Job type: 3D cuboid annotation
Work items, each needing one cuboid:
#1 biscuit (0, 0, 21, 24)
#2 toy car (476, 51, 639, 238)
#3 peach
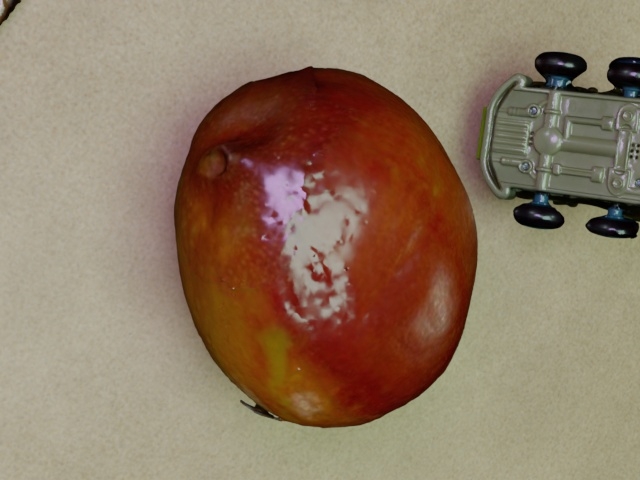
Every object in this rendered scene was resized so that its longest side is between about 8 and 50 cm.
[{"bbox_3d":[-0.403,-0.307,1.071,0.305,0.038,0.305,-5,100,-27],"label":"biscuit"},{"bbox_3d":[0.328,-0.109,1.384,0.198,0.248,0.204,-2,101,-65],"label":"toy car"},{"bbox_3d":[0.001,0.001,1.186,0.373,0.290,0.372,-10,109,-32],"label":"peach"}]
